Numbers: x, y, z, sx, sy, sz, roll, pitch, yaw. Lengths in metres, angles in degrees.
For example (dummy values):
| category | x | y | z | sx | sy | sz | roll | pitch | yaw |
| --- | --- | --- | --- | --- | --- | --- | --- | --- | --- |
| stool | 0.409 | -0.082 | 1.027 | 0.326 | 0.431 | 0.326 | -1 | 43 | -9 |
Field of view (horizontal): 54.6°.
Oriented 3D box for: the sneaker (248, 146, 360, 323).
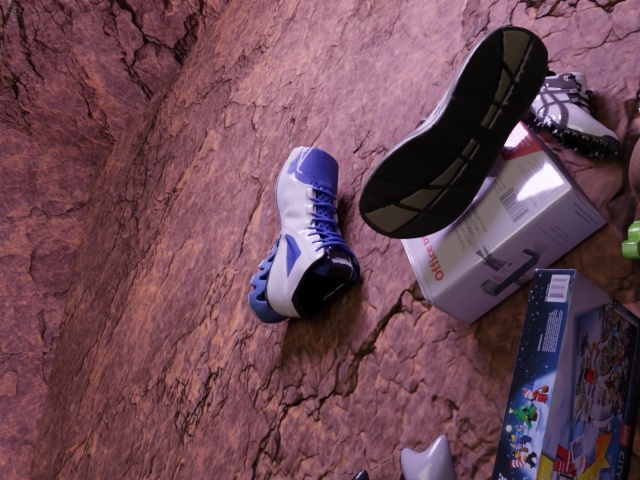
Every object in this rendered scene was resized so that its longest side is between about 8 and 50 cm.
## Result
| category | x | y | z | sx | sy | sz | roll | pitch | yaw |
| --- | --- | --- | --- | --- | --- | --- | --- | --- | --- |
| sneaker | 0.000 | 0.001 | 1.060 | 0.182 | 0.127 | 0.315 | 4 | 76 | 50 |

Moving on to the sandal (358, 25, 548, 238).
| category | x | y | z | sx | sy | sz | roll | pitch | yaw |
| --- | --- | --- | --- | --- | --- | --- | --- | --- | --- |
| sandal | 0.169 | -0.124 | 0.779 | 0.302 | 0.120 | 0.086 | -51 | 4 | 11 |

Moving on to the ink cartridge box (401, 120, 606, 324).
| category | x | y | z | sx | sy | sz | roll | pitch | yaw |
| --- | --- | --- | --- | --- | --- | --- | --- | --- | --- |
| ink cartridge box | 0.219 | -0.021 | 0.793 | 0.218 | 0.092 | 0.158 | -42 | 37 | 24 |

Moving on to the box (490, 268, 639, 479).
| category | x | y | z | sx | sy | sz | roll | pitch | yaw |
| --- | --- | --- | --- | --- | --- | --- | --- | --- | --- |
| box | 0.236 | 0.163 | 0.575 | 0.044 | 0.159 | 0.233 | -3 | 64 | 51 |

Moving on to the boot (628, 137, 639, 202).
| category | x | y | z | sx | sy | sz | roll | pitch | yaw |
| --- | --- | --- | --- | --- | --- | --- | --- | --- | --- |
| boot | 0.400 | -0.024 | 0.481 | 0.305 | 0.115 | 0.112 | 24 | 78 | 18 |

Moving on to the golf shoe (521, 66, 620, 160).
| category | x | y | z | sx | sy | sz | roll | pitch | yaw |
| --- | --- | --- | --- | --- | --- | --- | --- | --- | --- |
| golf shoe | 0.315 | -0.171 | 0.788 | 0.094 | 0.077 | 0.198 | -53 | 35 | 12 |

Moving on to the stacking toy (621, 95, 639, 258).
| category | x | y | z | sx | sy | sz | roll | pitch | yaw |
| --- | --- | --- | --- | --- | --- | --- | --- | --- | --- |
| stacking toy | 0.404 | -0.081 | 0.625 | 0.167 | 0.052 | 0.221 | -1 | 66 | 53 |

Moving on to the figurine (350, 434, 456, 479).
| category | x | y | z | sx | sy | sz | roll | pitch | yaw |
| --- | --- | --- | --- | --- | --- | --- | --- | --- | --- |
| figurine | 0.086 | 0.350 | 0.714 | 0.215 | 0.092 | 0.209 | -37 | 36 | 31 |
